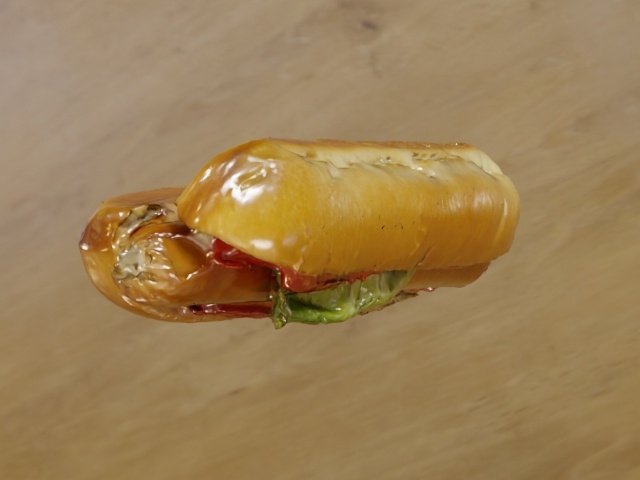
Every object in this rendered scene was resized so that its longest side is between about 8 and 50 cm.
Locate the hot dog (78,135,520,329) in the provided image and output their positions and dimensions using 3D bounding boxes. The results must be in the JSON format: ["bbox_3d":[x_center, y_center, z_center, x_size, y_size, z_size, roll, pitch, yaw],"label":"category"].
[{"bbox_3d":[0.000,0.000,0.551,0.092,0.235,0.062,-17,84,33],"label":"hot dog"}]
